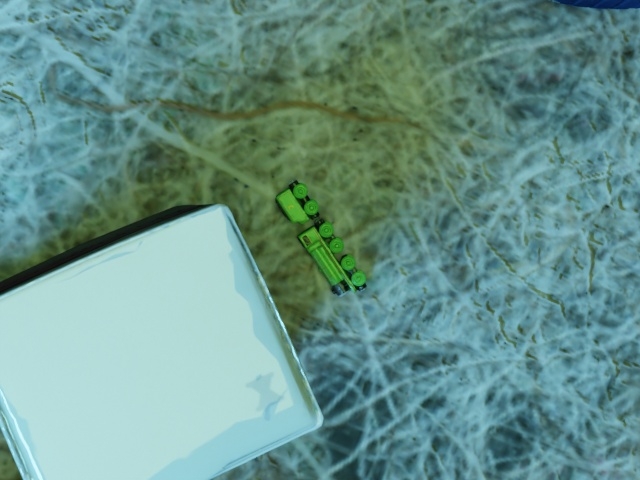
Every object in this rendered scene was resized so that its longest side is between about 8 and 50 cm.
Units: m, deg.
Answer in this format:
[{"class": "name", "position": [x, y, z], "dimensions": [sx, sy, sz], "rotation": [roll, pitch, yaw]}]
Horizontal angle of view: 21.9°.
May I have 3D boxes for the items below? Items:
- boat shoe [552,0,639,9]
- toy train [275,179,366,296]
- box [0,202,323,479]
[{"class": "boat shoe", "position": [0.142, -0.191, 1.044], "dimensions": [0.183, 0.066, 0.066], "rotation": [10, 87, -10]}, {"class": "toy train", "position": [0.000, 0.000, 1.044], "dimensions": [0.023, 0.017, 0.083], "rotation": [-33, 95, 1]}, {"class": "box", "position": [-0.106, 0.062, 0.916], "dimensions": [0.148, 0.232, 0.127], "rotation": [-24, 95, -10]}]
